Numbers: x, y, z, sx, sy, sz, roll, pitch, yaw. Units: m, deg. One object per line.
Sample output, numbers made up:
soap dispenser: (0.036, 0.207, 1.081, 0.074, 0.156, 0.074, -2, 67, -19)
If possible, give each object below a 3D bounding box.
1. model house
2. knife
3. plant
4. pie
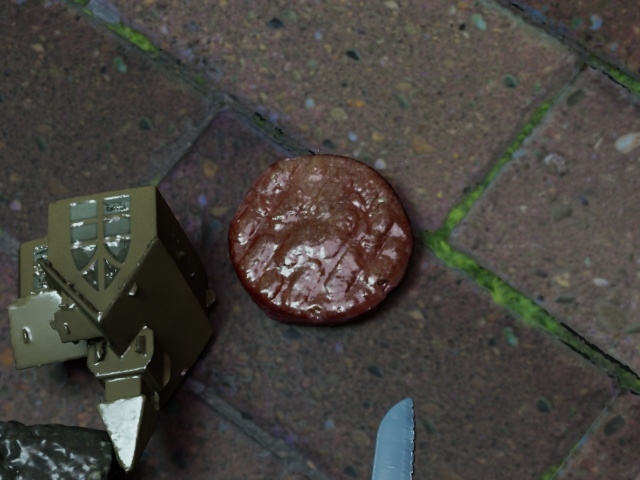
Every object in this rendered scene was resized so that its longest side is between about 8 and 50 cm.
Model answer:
model house: (-0.198, 0.104, 1.826, 0.176, 0.181, 0.248, -11, 55, 9)
knife: (0.055, 0.291, 1.819, 0.044, 0.019, 0.313, 7, 69, 3)
plant: (-0.283, 0.234, 1.832, 0.203, 0.142, 0.131, -5, 76, -6)
pie: (0.000, 0.000, 1.923, 0.182, 0.049, 0.182, -2, 70, 6)
